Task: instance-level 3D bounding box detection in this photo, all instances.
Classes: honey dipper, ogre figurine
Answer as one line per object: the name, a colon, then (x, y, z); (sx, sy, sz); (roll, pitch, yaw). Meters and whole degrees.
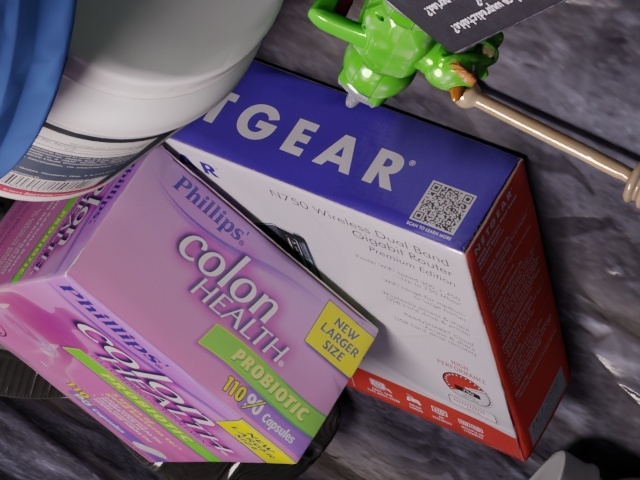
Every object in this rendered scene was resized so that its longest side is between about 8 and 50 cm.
honey dipper: (0.149, -0.057, 1.190); (0.160, 0.030, 0.030); (29, 158, 16)
ogre figurine: (0.057, -0.135, 1.025); (0.097, 0.118, 0.197); (40, 158, -17)

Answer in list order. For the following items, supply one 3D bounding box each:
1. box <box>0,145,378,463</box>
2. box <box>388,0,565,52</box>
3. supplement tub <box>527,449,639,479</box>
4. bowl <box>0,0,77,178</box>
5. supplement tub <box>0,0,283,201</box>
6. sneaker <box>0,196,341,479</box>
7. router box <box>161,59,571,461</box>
box: (-0.119, 0.054, 1.439); (0.213, 0.117, 0.243); (41, 156, -20)
box: (0.092, -0.209, 0.649); (0.142, 0.247, 0.163); (37, 158, -16)
supplement tub: (0.271, 0.327, 1.565); (0.316, 0.228, 0.228); (33, 158, 0)
bowl: (-0.245, -0.202, 1.061); (0.391, 0.077, 0.391); (21, 117, 50)
supplement tub: (-0.144, -0.139, 1.189); (0.191, 0.191, 0.272); (37, 157, -12)
sneaker: (-0.185, 0.054, 1.769); (0.447, 0.169, 0.257); (28, -163, -36)
router box: (0.000, 0.000, 1.433); (0.335, 0.082, 0.301); (22, 156, 26)
